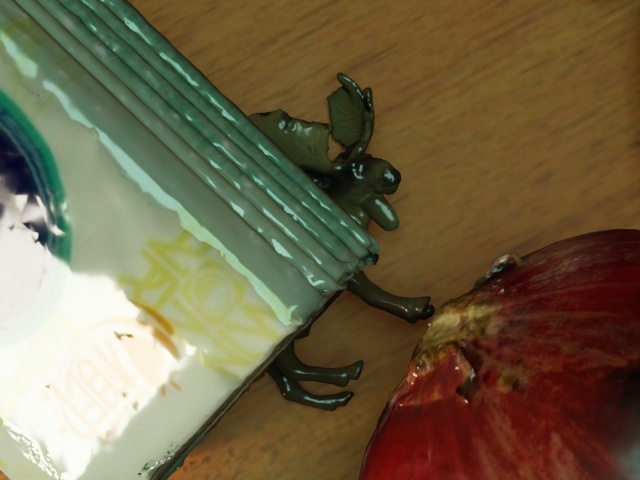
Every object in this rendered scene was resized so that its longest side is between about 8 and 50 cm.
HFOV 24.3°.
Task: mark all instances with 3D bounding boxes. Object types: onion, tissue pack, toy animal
[{"bbox_3d":[0.196,0.143,0.944,0.341,0.341,0.341,0,83,-2],"label":"onion"},{"bbox_3d":[-0.193,-0.025,0.981,0.388,0.162,0.287,44,125,3],"label":"tissue pack"},{"bbox_3d":[0.000,0.000,1.077,0.186,0.094,0.214,43,91,12],"label":"toy animal"}]
